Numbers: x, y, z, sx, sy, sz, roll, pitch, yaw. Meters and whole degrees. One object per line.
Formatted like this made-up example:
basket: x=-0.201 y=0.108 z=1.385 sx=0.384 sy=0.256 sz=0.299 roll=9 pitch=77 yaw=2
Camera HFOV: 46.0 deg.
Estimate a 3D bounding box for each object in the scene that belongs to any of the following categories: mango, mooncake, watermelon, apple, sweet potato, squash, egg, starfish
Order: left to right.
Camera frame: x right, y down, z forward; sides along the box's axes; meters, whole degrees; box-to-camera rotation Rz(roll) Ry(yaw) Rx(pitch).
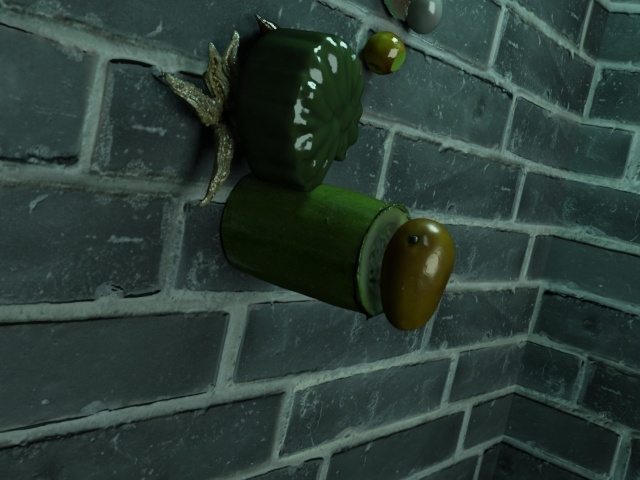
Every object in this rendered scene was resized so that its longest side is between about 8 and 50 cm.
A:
starfish: x=-0.219 y=-0.271 z=1.550 sx=0.301 sy=0.084 sz=0.293 roll=-52 pitch=143 yaw=-37
sweet potato: x=-0.114 y=-0.460 z=1.655 sx=0.117 sy=0.049 sz=0.049 roll=40 pitch=71 yaw=-53
mooncake: x=-0.032 y=-0.289 z=1.628 sx=0.351 sy=0.187 sz=0.351 roll=-40 pitch=136 yaw=-52
squash: x=0.000 y=0.000 z=1.706 sx=0.263 sy=0.385 sz=0.263 roll=-27 pitch=125 yaw=-47
apple: x=0.163 y=-0.486 z=1.968 sx=0.102 sy=0.099 sz=0.114 roll=-49 pitch=164 yaw=-17
watermelon: x=0.202 y=-0.655 z=1.981 sx=0.101 sy=0.080 sz=0.155 roll=-30 pitch=143 yaw=-32
mango: x=0.193 y=0.078 z=1.553 sx=0.175 sy=0.139 sz=0.254 roll=-20 pitch=125 yaw=-53
egg: x=0.280 y=-0.629 z=2.056 sx=0.103 sy=0.103 sz=0.135 roll=-38 pitch=133 yaw=-38
